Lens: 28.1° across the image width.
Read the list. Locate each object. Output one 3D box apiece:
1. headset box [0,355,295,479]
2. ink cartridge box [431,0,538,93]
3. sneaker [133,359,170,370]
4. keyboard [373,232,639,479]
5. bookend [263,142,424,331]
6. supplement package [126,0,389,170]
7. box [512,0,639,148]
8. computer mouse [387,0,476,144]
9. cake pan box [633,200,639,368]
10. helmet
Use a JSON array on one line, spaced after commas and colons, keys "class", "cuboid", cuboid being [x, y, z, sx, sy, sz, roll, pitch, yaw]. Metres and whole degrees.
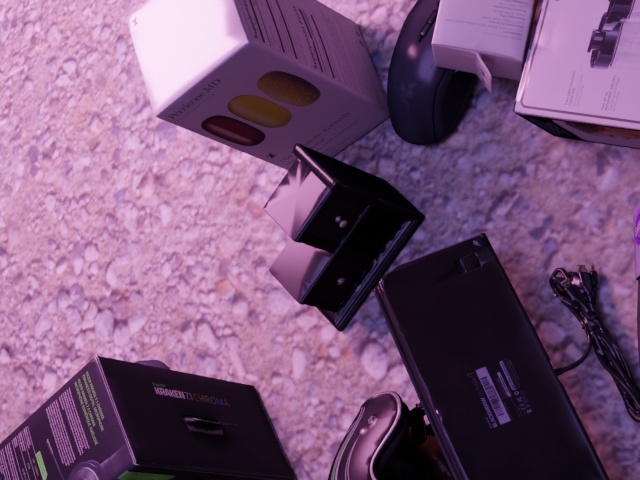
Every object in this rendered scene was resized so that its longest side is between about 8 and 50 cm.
[{"class": "headset box", "cuboid": [-0.203, 0.255, 1.344, 0.283, 0.246, 0.131, -41, 56, 21]}, {"class": "ink cartridge box", "cuboid": [0.163, -0.222, 1.243, 0.089, 0.092, 0.143, 12, 85, 10]}, {"class": "sneaker", "cuboid": [-0.300, 0.253, 1.493, 0.319, 0.131, 0.112, -47, 54, 19]}, {"class": "keyboard", "cuboid": [0.191, 0.131, 1.153, 0.201, 0.033, 0.317, -20, 62, -5]}, {"class": "bookend", "cuboid": [0.000, 0.000, 1.308, 0.156, 0.157, 0.072, -54, 52, 13]}, {"class": "supplement package", "cuboid": [-0.062, -0.183, 1.347, 0.139, 0.244, 0.134, -35, 59, 27]}, {"class": "box", "cuboid": [0.331, -0.164, 1.136, 0.290, 0.087, 0.169, 12, 86, 39]}, {"class": "computer mouse", "cuboid": [0.105, -0.243, 1.351, 0.184, 0.060, 0.262, 29, 96, 38]}, {"class": "cake pan box", "cuboid": [0.310, 0.057, 1.006, 0.070, 0.267, 0.246, 2, 77, 1]}, {"class": "helmet", "cuboid": [0.083, 0.236, 1.175, 0.169, 0.169, 0.162, -11, 55, 36]}]
